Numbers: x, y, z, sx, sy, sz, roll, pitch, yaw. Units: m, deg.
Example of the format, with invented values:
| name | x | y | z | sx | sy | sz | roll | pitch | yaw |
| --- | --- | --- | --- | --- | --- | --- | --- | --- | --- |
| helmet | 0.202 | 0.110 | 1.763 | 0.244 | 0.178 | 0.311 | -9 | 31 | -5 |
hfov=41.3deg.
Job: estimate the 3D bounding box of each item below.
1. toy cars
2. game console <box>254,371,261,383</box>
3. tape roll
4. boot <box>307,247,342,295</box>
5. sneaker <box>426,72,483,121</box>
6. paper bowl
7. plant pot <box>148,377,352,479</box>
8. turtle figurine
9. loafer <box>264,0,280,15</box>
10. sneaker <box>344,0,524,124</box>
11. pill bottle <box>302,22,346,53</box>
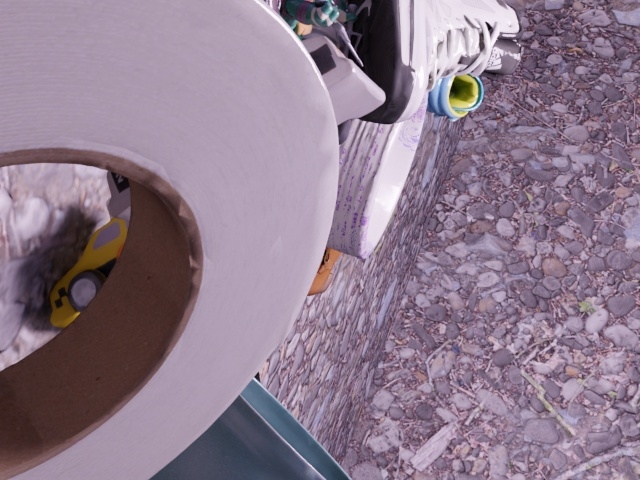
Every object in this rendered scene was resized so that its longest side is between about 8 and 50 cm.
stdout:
| name | x | y | z | sx | sy | sz | roll | pitch | yaw |
| --- | --- | --- | --- | --- | --- | --- | --- | --- | --- |
| toy cars | -0.105 | -0.042 | 0.651 | 0.177 | 0.087 | 0.394 | -16 | 163 | -34 |
| game console | -0.130 | 0.252 | 1.307 | 0.107 | 0.071 | 0.122 | -107 | -161 | -54 |
| tape roll | -0.162 | 0.026 | 0.403 | 0.392 | 0.072 | 0.392 | -28 | 142 | -24 |
| boot | 0.000 | 0.000 | 1.423 | 0.152 | 0.073 | 0.197 | 20 | 83 | -72 |
| sneaker | 0.222 | -0.298 | 1.671 | 0.319 | 0.208 | 0.127 | -33 | 135 | -70 |
| paper bowl | 0.050 | -0.124 | 1.289 | 0.284 | 0.148 | 0.284 | 19 | 90 | -80 |
| plant pot | -0.113 | 0.255 | 0.906 | 0.196 | 0.293 | 0.293 | -46 | 162 | -5 |
| turtle figurine | -0.016 | -0.275 | 0.958 | 0.175 | 0.118 | 0.234 | -82 | 167 | -65 |
| loafer | -0.073 | -0.207 | 0.796 | 0.095 | 0.109 | 0.302 | -31 | 130 | -58 |
| sneaker | 0.175 | -0.279 | 1.154 | 0.447 | 0.258 | 0.169 | -85 | -163 | -51 |
| pill bottle | -0.015 | -0.218 | 1.102 | 0.078 | 0.078 | 0.137 | 63 | 44 | -70 |
